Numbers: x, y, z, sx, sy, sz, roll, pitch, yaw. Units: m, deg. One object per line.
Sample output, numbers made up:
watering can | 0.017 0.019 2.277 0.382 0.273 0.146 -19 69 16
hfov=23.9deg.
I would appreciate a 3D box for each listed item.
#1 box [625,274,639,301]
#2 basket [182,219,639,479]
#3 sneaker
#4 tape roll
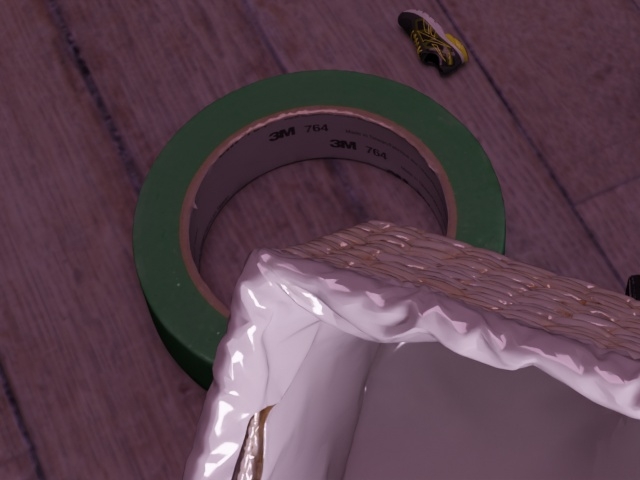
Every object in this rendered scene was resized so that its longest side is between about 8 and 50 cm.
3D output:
box | 0.343 0.086 1.184 0.220 0.175 0.051 -2 58 3
basket | 0.102 0.181 1.024 0.331 0.266 0.328 18 105 16
sneaker | 0.102 -0.191 1.450 0.083 0.031 0.035 39 70 23
tape roll | 0.000 0.000 1.321 0.321 0.077 0.321 -2 59 4
